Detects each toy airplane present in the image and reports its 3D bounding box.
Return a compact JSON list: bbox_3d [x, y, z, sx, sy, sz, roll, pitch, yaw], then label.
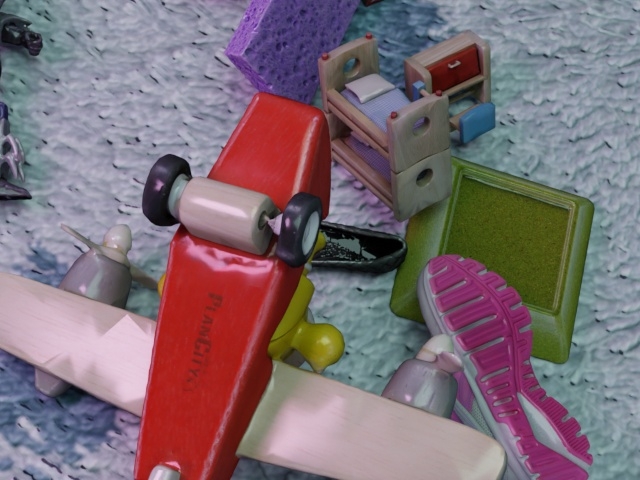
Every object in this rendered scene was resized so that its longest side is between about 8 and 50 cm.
[{"bbox_3d":[-0.076,0.116,1.310,0.384,0.272,0.386,-31,84,17],"label":"toy airplane"}]

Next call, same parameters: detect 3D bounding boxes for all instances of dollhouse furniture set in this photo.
[{"bbox_3d":[0.111,-0.137,1.475,0.183,0.129,0.129,-27,47,-21],"label":"dollhouse furniture set"}]

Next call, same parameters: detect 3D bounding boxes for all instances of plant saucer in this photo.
[{"bbox_3d":[0.180,0.007,1.502,0.188,0.045,0.188,17,65,-5],"label":"plant saucer"}]

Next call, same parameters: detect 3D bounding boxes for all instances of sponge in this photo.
[{"bbox_3d":[-0.015,-0.237,1.513,0.031,0.117,0.210,11,68,38],"label":"sponge"}]

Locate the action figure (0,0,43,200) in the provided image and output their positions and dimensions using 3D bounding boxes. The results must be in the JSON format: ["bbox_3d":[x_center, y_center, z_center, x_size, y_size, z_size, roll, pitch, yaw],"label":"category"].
[{"bbox_3d":[-0.322,-0.184,1.412,0.099,0.185,0.285,0,82,17],"label":"action figure"}]

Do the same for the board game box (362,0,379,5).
[{"bbox_3d":[0.046,-0.398,1.653,0.145,0.027,0.281,-23,75,-21],"label":"board game box"}]

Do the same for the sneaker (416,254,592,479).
[{"bbox_3d":[0.146,0.135,1.402,0.103,0.111,0.252,-8,67,-36],"label":"sneaker"}]

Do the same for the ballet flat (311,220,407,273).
[{"bbox_3d":[0.000,0.000,1.462,0.173,0.049,0.057,3,66,-11],"label":"ballet flat"}]
